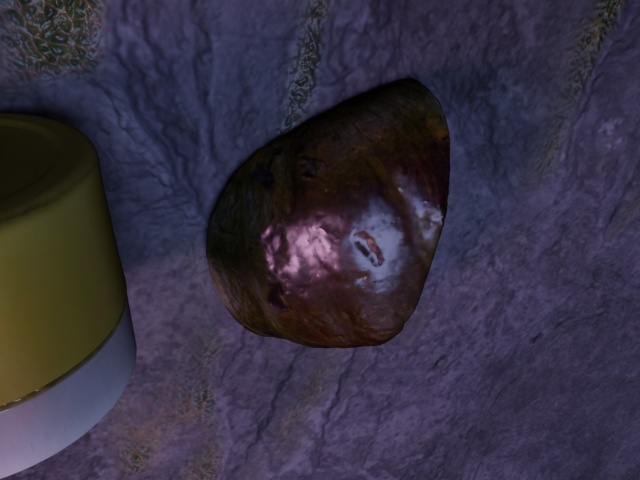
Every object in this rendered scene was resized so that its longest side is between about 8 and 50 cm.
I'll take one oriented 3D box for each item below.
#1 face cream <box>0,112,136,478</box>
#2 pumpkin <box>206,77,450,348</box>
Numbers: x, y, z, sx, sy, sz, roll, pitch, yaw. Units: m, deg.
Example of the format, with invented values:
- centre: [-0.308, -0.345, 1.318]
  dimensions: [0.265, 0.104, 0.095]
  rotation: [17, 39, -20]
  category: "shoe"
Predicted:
- centre: [-0.255, 0.029, 0.441]
  dimensions: [0.218, 0.218, 0.179]
  rotation: [-10, 123, -16]
  category: "face cream"
- centre: [0.000, 0.000, 0.574]
  dimensions: [0.169, 0.148, 0.312]
  rotation: [5, 115, -29]
  category: "pumpkin"
